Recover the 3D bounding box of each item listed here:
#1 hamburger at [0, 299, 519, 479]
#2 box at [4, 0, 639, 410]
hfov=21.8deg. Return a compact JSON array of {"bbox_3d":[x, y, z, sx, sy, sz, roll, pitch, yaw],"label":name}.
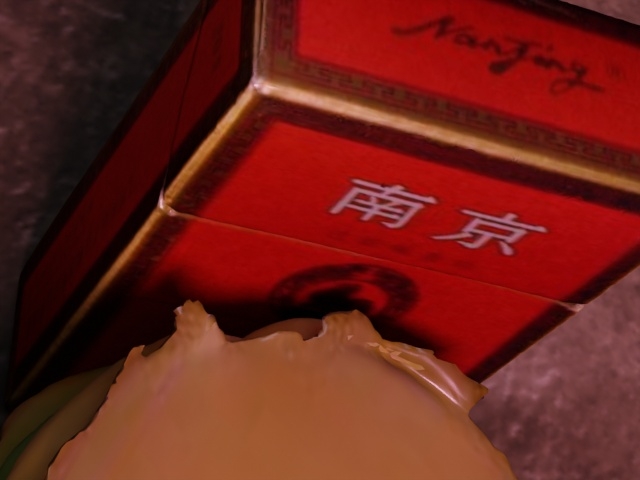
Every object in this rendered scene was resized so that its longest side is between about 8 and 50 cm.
[{"bbox_3d":[-0.039,0.141,0.532,0.237,0.149,0.237,13,67,-33],"label":"hamburger"},{"bbox_3d":[0.000,0.001,0.568,0.153,0.240,0.074,17,56,-20],"label":"box"}]
